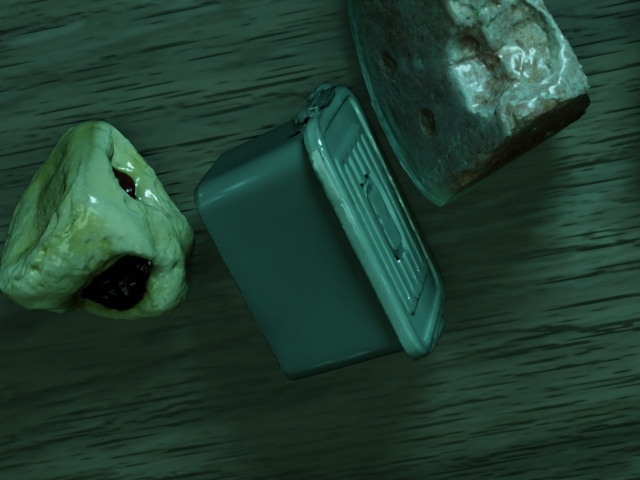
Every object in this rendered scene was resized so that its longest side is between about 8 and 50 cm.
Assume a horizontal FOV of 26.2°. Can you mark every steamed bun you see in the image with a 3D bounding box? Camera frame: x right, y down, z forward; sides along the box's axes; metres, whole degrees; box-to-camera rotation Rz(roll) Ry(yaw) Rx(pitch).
[{"bbox_3d":[-0.183,-0.001,1.222,0.155,0.172,0.141,32,120,-26],"label":"steamed bun"}]

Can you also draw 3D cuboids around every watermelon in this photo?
[{"bbox_3d":[0.133,-0.182,1.112,0.148,0.226,0.318,-23,120,-17],"label":"watermelon"}]

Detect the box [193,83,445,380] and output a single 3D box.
[{"bbox_3d":[0.000,0.000,1.208,0.135,0.163,0.243,-21,108,19],"label":"box"}]
